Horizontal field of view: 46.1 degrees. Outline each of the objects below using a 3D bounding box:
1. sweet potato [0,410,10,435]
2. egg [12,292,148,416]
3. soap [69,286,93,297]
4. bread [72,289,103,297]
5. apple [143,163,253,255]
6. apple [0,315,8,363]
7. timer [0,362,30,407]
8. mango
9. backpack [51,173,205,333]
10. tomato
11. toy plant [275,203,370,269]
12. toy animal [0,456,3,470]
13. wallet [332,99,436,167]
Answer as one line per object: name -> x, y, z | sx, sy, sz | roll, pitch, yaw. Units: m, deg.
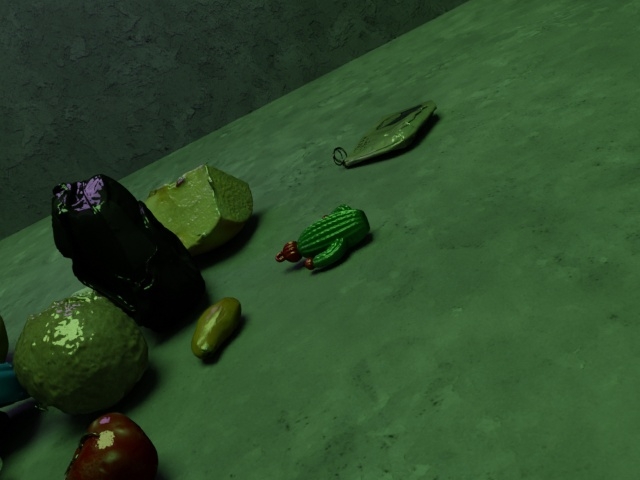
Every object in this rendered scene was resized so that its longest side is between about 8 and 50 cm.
sweet potato -> -0.848, 0.456, 1.876 | 0.233, 0.062, 0.081 | -8, 8, 45
egg -> -0.536, 0.257, 1.690 | 0.310, 0.279, 0.279 | 8, 32, 8
soap -> -0.673, 0.174, 2.258 | 0.183, 0.064, 0.121 | -23, 23, 10
bread -> -0.649, 0.247, 1.978 | 0.274, 0.149, 0.274 | -27, 17, 9
apple -> -0.383, -0.078, 2.235 | 0.309, 0.252, 0.314 | -31, 18, 25
apple -> -1.035, 0.325, 2.132 | 0.257, 0.234, 0.295 | 11, 25, 36
timer -> -0.859, 0.360, 1.756 | 0.339, 0.115, 0.309 | -11, -6, -12
mango -> -0.241, 0.200, 1.724 | 0.098, 0.075, 0.190 | -17, 32, 36
backpack -> -0.507, 0.021, 1.919 | 0.254, 0.446, 0.363 | -38, 24, -7
tomato -> -0.369, 0.397, 1.348 | 0.187, 0.151, 0.187 | -161, 90, -79
toy plant -> 0.010, 0.003, 1.839 | 0.240, 0.088, 0.154 | -38, 39, -6
toy animal -> -0.852, 0.494, 1.663 | 0.258, 0.194, 0.357 | -41, 16, -35
wallet -> 0.215, -0.341, 2.343 | 0.274, 0.068, 0.335 | -9, 28, 41
